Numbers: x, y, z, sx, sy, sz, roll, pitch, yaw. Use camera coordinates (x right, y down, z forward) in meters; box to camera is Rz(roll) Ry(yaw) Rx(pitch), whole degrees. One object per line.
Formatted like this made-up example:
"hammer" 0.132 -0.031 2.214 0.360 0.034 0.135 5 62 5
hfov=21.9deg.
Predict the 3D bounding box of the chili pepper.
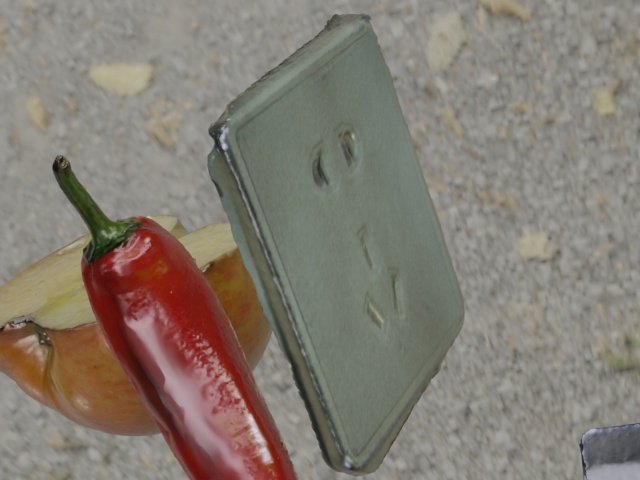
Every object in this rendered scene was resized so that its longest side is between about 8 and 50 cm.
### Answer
"chili pepper" -0.086 0.102 1.212 0.092 0.137 0.368 -32 82 -12

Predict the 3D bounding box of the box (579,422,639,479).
"box" 0.297 0.208 1.332 0.168 0.259 0.071 -9 66 8

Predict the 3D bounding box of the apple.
"apple" -0.166 0.093 1.536 0.251 0.163 0.293 -33 19 -31

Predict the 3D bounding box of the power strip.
"power strip" 0.000 0.000 0.915 0.064 0.213 0.198 -10 19 27
